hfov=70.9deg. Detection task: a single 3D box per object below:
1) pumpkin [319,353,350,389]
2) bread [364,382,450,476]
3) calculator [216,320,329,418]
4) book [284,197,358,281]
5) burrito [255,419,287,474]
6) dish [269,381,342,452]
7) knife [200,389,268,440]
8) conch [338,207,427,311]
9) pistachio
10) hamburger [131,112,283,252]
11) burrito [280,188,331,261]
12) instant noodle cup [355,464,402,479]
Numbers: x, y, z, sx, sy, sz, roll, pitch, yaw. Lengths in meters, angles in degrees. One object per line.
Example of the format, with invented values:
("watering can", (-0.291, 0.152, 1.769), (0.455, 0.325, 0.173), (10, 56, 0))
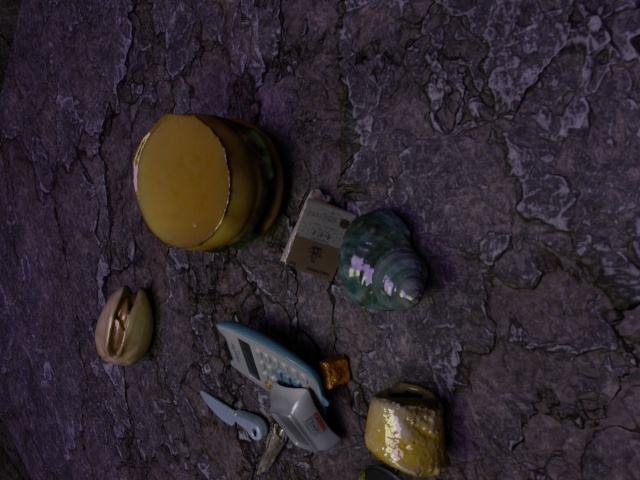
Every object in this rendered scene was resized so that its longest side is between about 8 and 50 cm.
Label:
("pumpkin", (0.037, 0.348, 1.198), (0.054, 0.083, 0.074), (-6, 90, 52))
("bread", (0.201, 0.435, 1.034), (0.197, 0.197, 0.170), (5, 91, 35))
("calculator", (-0.128, 0.365, 1.270), (0.387, 0.054, 0.255), (22, 137, 33))
("book", (0.000, 0.000, 1.179), (0.139, 0.016, 0.198), (19, 109, -4))
("burrito", (-0.147, 0.623, 1.368), (0.229, 0.063, 0.058), (-66, 33, 23))
("dish", (-0.055, 0.488, 1.211), (0.151, 0.077, 0.212), (-6, 121, 46))
("knife", (-0.295, 0.577, 1.485), (0.332, 0.044, 0.079), (7, 106, 40))
("conch", (0.150, 0.064, 1.042), (0.220, 0.196, 0.277), (-54, 34, 17))
("pistachio", (-0.719, 0.319, 1.668), (0.194, 0.214, 0.317), (15, 96, -11))
("hamburger", (-0.284, -0.157, 1.246), (0.396, 0.278, 0.394), (5, 99, 31))
("burrito", (-0.034, -0.028, 1.213), (0.087, 0.060, 0.225), (22, 107, 1))
("instant noodle cup", (0.136, 0.662, 1.114), (0.182, 0.182, 0.144), (34, 104, 28))
